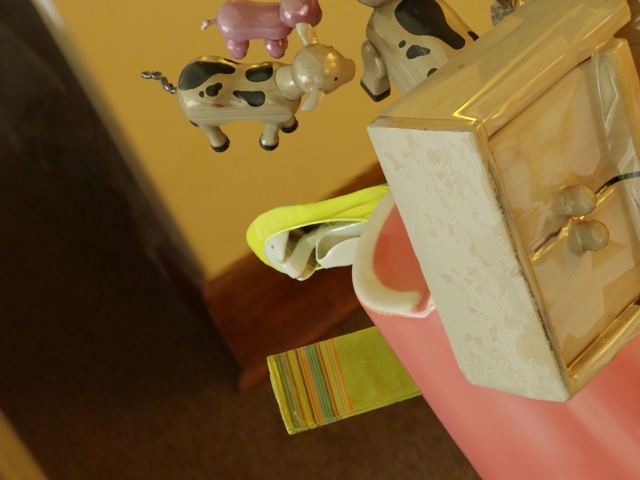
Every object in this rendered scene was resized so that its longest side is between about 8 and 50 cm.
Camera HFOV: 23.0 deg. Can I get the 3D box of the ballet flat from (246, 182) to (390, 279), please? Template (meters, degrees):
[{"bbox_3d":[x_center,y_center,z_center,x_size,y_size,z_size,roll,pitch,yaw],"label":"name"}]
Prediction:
[{"bbox_3d":[0.000,0.000,1.571,0.231,0.077,0.077,-16,39,41],"label":"ballet flat"}]

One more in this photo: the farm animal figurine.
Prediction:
[{"bbox_3d":[0.053,-0.185,1.436,0.327,0.172,0.330,35,72,14],"label":"farm animal figurine"}]

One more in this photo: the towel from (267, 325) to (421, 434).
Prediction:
[{"bbox_3d":[0.058,0.157,1.936,0.237,0.021,0.102,-17,72,-4],"label":"towel"}]

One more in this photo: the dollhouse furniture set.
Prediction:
[{"bbox_3d":[0.262,-0.039,0.695,0.394,0.362,0.256,7,39,47],"label":"dollhouse furniture set"}]

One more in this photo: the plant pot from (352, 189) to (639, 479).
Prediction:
[{"bbox_3d":[0.171,0.048,1.111,0.275,0.243,0.275,-35,28,22],"label":"plant pot"}]
